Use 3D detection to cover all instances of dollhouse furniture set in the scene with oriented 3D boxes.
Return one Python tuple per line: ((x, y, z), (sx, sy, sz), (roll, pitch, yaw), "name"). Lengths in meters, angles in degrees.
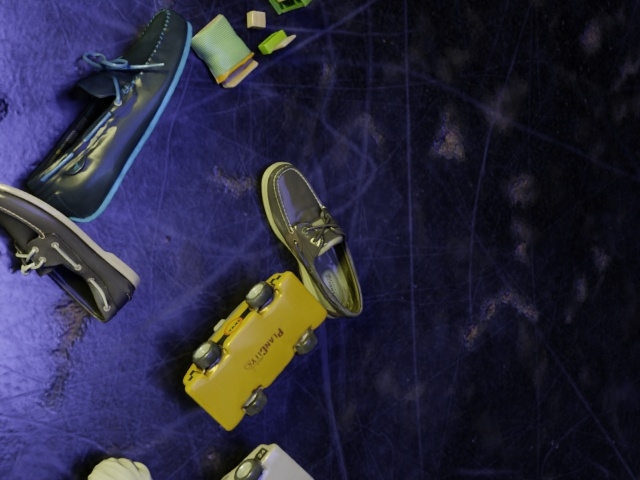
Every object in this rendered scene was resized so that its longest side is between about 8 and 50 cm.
((-0.078, -0.257, 1.036), (0.151, 0.059, 0.076), (-48, 116, -25), "dollhouse furniture set")

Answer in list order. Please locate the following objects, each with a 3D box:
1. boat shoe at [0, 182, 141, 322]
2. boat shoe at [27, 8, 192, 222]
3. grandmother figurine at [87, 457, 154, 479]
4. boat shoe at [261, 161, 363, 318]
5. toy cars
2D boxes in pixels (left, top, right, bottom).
((-0.279, 0.014, 0.887), (0.206, 0.075, 0.065), (42, 64, -34), "boat shoe")
((-0.221, -0.146, 0.908), (0.089, 0.109, 0.258), (32, 71, -28), "boat shoe")
((-0.289, 0.373, 0.874), (0.342, 0.104, 0.207), (-54, 153, -27), "grandmother figurine")
((-0.001, 0.001, 1.086), (0.080, 0.073, 0.223), (-33, 109, -31), "boat shoe")
((-0.095, 0.229, 1.020), (0.177, 0.087, 0.393), (4, 92, -31), "toy cars")
